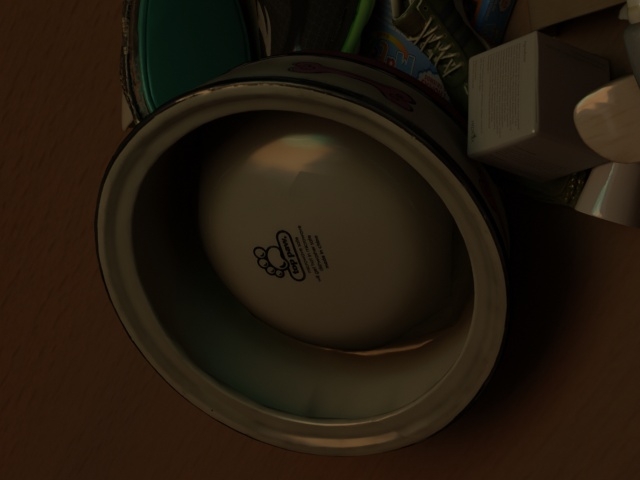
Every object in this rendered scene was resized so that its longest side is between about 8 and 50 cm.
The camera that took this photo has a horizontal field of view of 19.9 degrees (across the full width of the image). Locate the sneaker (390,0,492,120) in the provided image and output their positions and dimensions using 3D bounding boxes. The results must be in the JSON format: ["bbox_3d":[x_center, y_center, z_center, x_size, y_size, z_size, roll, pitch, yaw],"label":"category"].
[{"bbox_3d":[0.105,-0.199,1.736,0.064,0.086,0.192,-34,68,42],"label":"sneaker"}]

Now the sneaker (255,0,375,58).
[{"bbox_3d":[-0.077,-0.354,1.897,0.185,0.202,0.483,-38,60,55],"label":"sneaker"}]

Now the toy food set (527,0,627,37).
[{"bbox_3d":[0.284,-0.314,1.606,0.306,0.092,0.220,-11,83,56],"label":"toy food set"}]

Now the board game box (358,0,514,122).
[{"bbox_3d":[0.118,-0.234,1.815,0.160,0.039,0.211,38,117,41],"label":"board game box"}]

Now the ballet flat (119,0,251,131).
[{"bbox_3d":[-0.139,-0.093,2.032,0.182,0.164,0.483,-38,66,54],"label":"ballet flat"}]

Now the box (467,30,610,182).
[{"bbox_3d":[0.195,-0.118,1.627,0.087,0.101,0.102,-17,64,47],"label":"box"}]

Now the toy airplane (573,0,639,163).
[{"bbox_3d":[0.414,-0.164,1.306,0.384,0.272,0.386,31,100,22],"label":"toy airplane"}]

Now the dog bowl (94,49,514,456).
[{"bbox_3d":[0.000,0.000,1.742,0.408,0.150,0.408,10,123,15],"label":"dog bowl"}]

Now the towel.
[{"bbox_3d":[0.216,-0.109,1.717,0.110,0.027,0.148,21,106,47],"label":"towel"}]

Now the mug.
[{"bbox_3d":[0.262,-0.051,1.644,0.078,0.062,0.064,21,98,40],"label":"mug"}]
